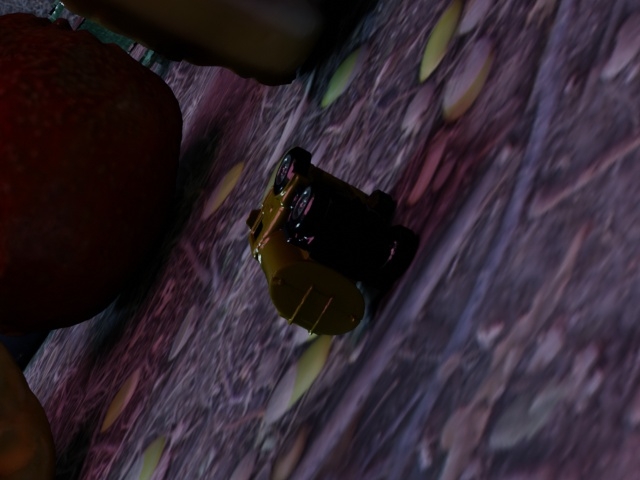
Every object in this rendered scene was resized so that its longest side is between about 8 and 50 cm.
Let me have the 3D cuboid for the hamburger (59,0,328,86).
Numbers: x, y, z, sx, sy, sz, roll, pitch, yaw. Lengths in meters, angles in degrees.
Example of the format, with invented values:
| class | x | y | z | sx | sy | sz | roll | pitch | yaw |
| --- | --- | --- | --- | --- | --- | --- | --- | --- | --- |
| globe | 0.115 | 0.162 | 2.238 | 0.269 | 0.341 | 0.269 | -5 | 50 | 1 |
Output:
| class | x | y | z | sx | sy | sz | roll | pitch | yaw |
| --- | --- | --- | --- | --- | --- | --- | --- | --- | --- |
| hamburger | -0.097 | -0.236 | 0.917 | 0.186 | 0.303 | 0.261 | -60 | 23 | 17 |

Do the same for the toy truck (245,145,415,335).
| class | x | y | z | sx | sy | sz | roll | pitch | yaw |
| --- | --- | --- | --- | --- | --- | --- | --- | --- | --- |
| toy truck | 0.000 | 0.000 | 0.657 | 0.054 | 0.049 | 0.083 | -59 | 16 | 12 |

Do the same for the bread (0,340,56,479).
| class | x | y | z | sx | sy | sz | roll | pitch | yaw |
| --- | --- | --- | --- | --- | --- | --- | --- | --- | --- |
| bread | -0.297 | 0.186 | 1.058 | 0.344 | 0.149 | 0.195 | -49 | 58 | 42 |

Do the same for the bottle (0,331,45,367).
| class | x | y | z | sx | sy | sz | roll | pitch | yaw |
| --- | --- | --- | --- | --- | --- | --- | --- | --- | --- |
| bottle | -0.268 | 0.068 | 1.371 | 0.244 | 0.072 | 0.082 | -52 | 21 | 31 |

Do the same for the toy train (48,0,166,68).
| class | x | y | z | sx | sy | sz | roll | pitch | yaw |
| --- | --- | --- | --- | --- | --- | --- | --- | --- | --- |
| toy train | -0.141 | -0.273 | 1.470 | 0.307 | 0.126 | 0.189 | -38 | 27 | 58 |

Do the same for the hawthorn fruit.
| class | x | y | z | sx | sy | sz | roll | pitch | yaw |
| --- | --- | --- | --- | --- | --- | --- | --- | --- | --- |
| hawthorn fruit | -0.205 | -0.025 | 1.108 | 0.205 | 0.205 | 0.253 | 174 | 115 | -72 |
